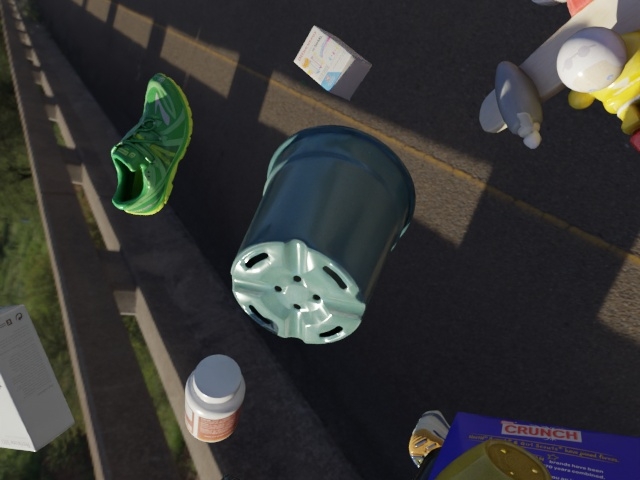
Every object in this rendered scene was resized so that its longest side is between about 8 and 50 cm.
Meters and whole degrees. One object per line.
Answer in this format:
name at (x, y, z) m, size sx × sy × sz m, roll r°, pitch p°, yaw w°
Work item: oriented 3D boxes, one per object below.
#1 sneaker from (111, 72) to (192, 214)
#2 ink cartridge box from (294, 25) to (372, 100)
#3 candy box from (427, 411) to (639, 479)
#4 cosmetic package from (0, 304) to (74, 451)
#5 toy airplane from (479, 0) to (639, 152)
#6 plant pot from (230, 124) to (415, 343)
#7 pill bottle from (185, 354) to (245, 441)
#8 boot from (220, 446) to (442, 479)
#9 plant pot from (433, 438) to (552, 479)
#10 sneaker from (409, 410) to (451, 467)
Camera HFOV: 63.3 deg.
sneaker at (-0.345, -0.185, 1.049) m, size 0.109 × 0.123 × 0.296 m, roll 25°, pitch 108°, yaw 22°
ink cartridge box at (0.020, -0.392, 1.136) m, size 0.143 × 0.089 × 0.092 m, roll 46°, pitch 115°, yaw 24°
candy box at (0.271, 0.364, 0.653) m, size 0.268 × 0.317 × 0.122 m, roll -2°, pitch 105°, yaw 30°
cosmetic package at (-0.514, 0.227, 0.860) m, size 0.117 × 0.085 × 0.231 m, roll -8°, pitch 104°, yaw 29°
toy airplane at (0.428, -0.302, 0.765) m, size 0.384 × 0.272 × 0.387 m, roll 28°, pitch 130°, yaw 38°
plant pot at (0.000, 0.000, 1.040) m, size 0.341 × 0.341 × 0.334 m, roll -41°, pitch 18°, yaw 39°
pill bottle at (-0.220, 0.327, 1.082) m, size 0.216 × 0.121 × 0.121 m, roll 109°, pitch 147°, yaw -49°
boot at (0.027, 0.487, 0.895) m, size 0.146 × 0.444 × 0.367 m, roll 130°, pitch 159°, yaw -66°
plant pot at (0.176, 0.258, 0.515) m, size 0.134 × 0.134 × 0.095 m, roll 37°, pitch 114°, yaw 48°
sneaker at (0.305, 0.497, 1.109) m, size 0.111 × 0.131 × 0.297 m, roll -29°, pitch 96°, yaw 26°
